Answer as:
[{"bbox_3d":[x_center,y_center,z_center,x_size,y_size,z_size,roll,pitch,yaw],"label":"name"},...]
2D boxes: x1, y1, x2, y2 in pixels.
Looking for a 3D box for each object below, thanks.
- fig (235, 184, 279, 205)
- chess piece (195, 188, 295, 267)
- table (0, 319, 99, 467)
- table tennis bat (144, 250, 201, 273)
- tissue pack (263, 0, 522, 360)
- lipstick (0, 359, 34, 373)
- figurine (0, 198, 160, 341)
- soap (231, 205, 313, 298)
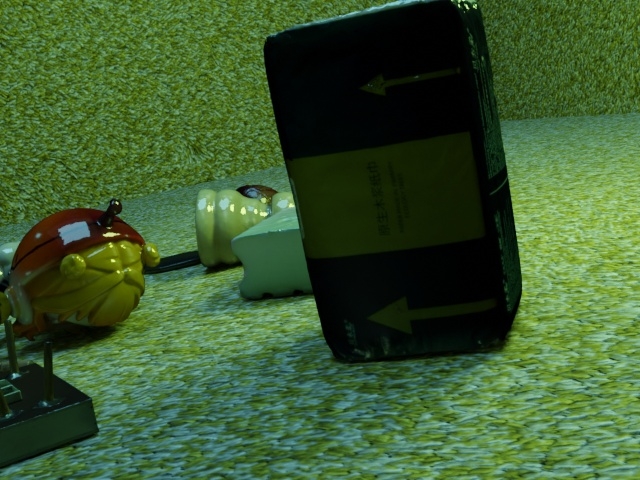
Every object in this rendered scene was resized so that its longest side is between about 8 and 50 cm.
[{"bbox_3d":[-0.104,-0.063,2.169,0.201,0.134,0.146,-6,15,-32],"label":"fig"},{"bbox_3d":[-0.092,-0.037,1.924,0.299,0.167,0.167,-5,10,3],"label":"chess piece"},{"bbox_3d":[-0.362,0.166,1.119,0.121,0.111,0.240,-16,12,-30],"label":"table"},{"bbox_3d":[-0.273,0.033,2.068,0.246,0.022,0.138,-14,10,-19],"label":"table tennis bat"},{"bbox_3d":[0.105,-0.081,1.210,0.253,0.417,0.264,-9,11,18],"label":"tissue pack"},{"bbox_3d":[-0.454,0.183,1.382,0.094,0.019,0.019,-7,10,19],"label":"lipstick"},{"bbox_3d":[-0.410,0.055,1.557,0.323,0.196,0.320,-15,-2,37],"label":"figurine"},{"bbox_3d":[0.000,0.000,1.705,0.208,0.115,0.347,-6,10,17],"label":"soap"}]
